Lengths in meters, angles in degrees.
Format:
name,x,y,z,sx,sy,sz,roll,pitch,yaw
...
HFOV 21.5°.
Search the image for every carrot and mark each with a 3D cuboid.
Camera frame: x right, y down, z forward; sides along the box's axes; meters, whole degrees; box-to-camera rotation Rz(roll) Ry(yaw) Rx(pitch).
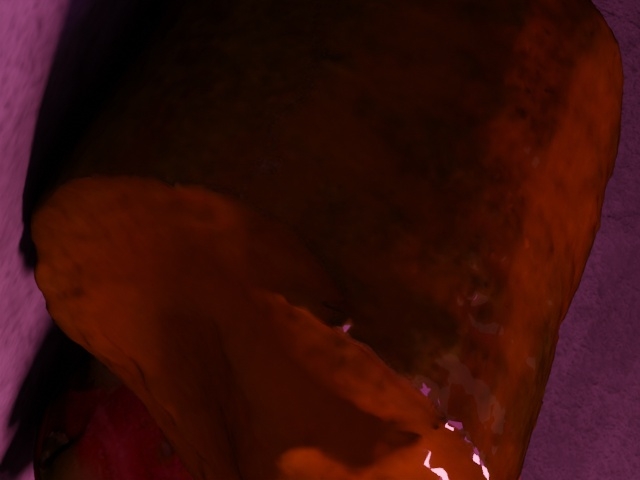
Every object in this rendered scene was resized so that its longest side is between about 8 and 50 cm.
name,x,y,z,sx,sy,sz,roll,pitch,yaw
carrot,0.000,0.000,0.765,0.241,0.241,0.341,107,6,-62

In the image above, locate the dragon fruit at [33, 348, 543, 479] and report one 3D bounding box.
name,x,y,z,sx,sy,sz,roll,pitch,yaw
dragon fruit,-0.021,0.119,0.963,0.302,0.231,0.237,-34,160,8
